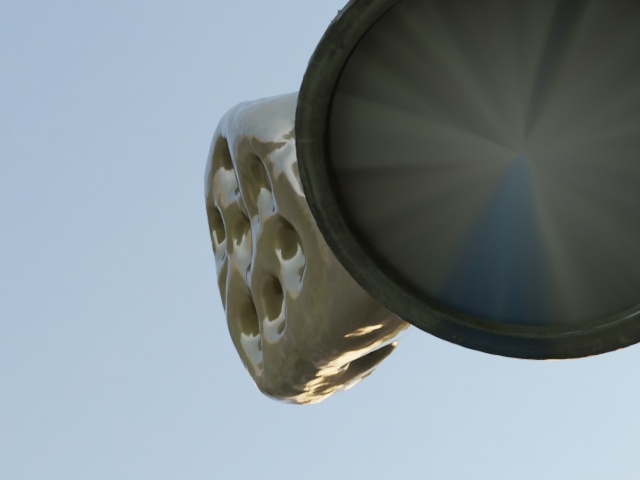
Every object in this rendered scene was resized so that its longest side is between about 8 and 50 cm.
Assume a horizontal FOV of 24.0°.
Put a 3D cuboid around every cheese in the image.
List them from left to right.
[{"bbox_3d":[0.000,0.000,1.000,0.117,0.235,0.218,-7,-63,-20],"label":"cheese"}]

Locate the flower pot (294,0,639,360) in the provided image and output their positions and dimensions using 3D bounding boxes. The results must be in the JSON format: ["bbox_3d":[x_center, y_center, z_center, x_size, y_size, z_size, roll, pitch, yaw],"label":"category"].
[{"bbox_3d":[0.119,-0.081,0.745,0.202,0.212,0.212,-57,-17,-54],"label":"flower pot"}]
